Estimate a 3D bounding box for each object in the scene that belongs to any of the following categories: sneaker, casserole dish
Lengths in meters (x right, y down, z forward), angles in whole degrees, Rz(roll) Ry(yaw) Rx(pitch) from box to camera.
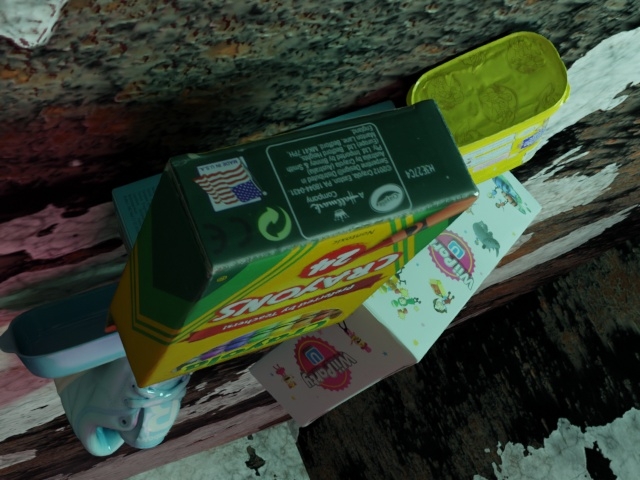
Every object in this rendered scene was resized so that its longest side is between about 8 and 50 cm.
[{"bbox_3d":[-0.191,0.155,1.052,0.135,0.150,0.366,-13,163,-40],"label":"sneaker"},{"bbox_3d":[-0.207,0.081,0.860,0.188,0.037,0.114,-17,-157,-19],"label":"casserole dish"}]

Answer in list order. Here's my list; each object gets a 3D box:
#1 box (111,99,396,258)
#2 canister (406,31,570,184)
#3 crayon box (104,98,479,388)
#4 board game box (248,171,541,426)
[{"bbox_3d":[-0.047,-0.038,0.759,0.244,0.060,0.100,-20,166,-14],"label":"box"},{"bbox_3d":[0.143,-0.104,0.796,0.126,0.073,0.170,-24,167,2],"label":"canister"},{"bbox_3d":[-0.043,0.023,0.695,0.202,0.081,0.318,-17,164,-26],"label":"crayon box"},{"bbox_3d":[0.087,0.051,1.011,0.303,0.097,0.224,-44,-178,-43],"label":"board game box"}]
